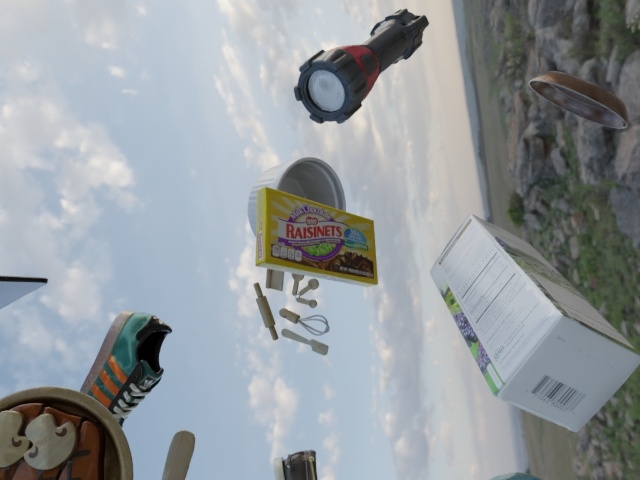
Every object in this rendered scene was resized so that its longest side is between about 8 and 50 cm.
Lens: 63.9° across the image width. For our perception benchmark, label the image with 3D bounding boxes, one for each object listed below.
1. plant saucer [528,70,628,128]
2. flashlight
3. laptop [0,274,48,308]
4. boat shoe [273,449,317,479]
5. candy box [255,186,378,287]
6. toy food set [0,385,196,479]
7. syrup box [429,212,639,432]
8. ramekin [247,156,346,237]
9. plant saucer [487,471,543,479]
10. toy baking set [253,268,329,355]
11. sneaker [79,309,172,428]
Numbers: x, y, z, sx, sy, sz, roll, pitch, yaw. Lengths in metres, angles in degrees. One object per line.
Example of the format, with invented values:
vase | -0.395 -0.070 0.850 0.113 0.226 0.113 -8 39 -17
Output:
plant saucer | 0.424 -0.233 0.836 0.029 0.168 0.168 -61 -12 13
flashlight | 0.072 -0.287 0.820 0.304 0.103 0.103 -51 -16 -45
laptop | -0.747 0.215 0.860 0.407 0.381 0.237 10 -116 -55
boat shoe | -0.010 0.421 0.736 0.081 0.068 0.228 86 167 -62
candy box | 0.000 0.000 0.718 0.205 0.027 0.105 14 -116 -39
toy food set | -0.183 0.160 0.321 0.038 0.191 0.133 105 176 -74
syrup box | 0.202 0.068 0.533 0.096 0.093 0.237 -59 14 18
ramekin | -0.053 -0.064 1.053 0.207 0.109 0.208 -4 -85 -46
plant saucer | 0.254 0.355 0.703 0.021 0.119 0.120 -109 0 -61
toy baking set | -0.075 0.185 1.329 0.030 0.196 0.257 -19 -86 -60
sneaker | -0.396 0.293 1.037 0.108 0.120 0.303 59 -138 -65
